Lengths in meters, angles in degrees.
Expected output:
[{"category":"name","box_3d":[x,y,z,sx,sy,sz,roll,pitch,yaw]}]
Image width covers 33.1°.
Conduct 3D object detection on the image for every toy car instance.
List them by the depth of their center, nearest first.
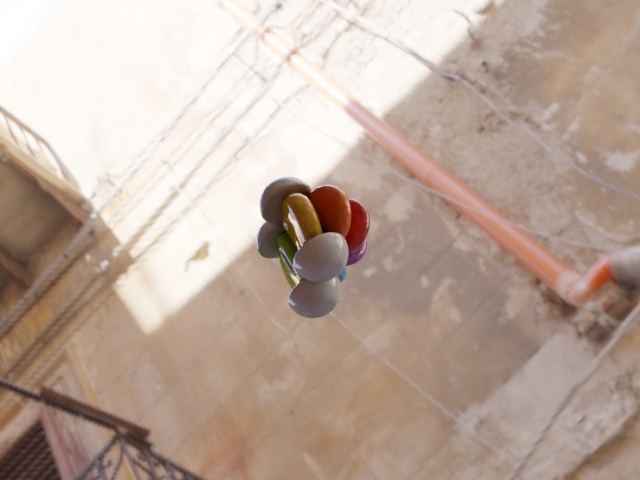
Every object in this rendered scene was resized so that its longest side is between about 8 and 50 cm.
[{"category":"toy car","box_3d":[0.000,0.000,1.439,0.136,0.159,0.182,-19,-35,-21]}]
